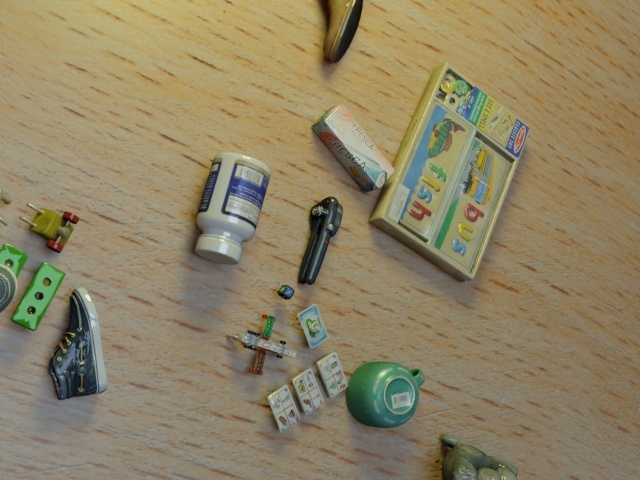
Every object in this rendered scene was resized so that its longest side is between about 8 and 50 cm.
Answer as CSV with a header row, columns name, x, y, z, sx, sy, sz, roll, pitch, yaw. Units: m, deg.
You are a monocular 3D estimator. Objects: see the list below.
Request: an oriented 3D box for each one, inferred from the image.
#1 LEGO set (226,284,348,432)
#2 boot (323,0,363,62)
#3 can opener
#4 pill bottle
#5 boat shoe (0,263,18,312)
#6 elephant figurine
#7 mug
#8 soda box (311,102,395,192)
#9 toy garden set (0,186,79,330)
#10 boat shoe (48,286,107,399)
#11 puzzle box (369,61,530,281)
name,x,y,z,sx,sy,sz,roll,pitch,yaw
LEGO set,-0.063,0.215,1.693,0.182,0.060,0.244,-30,105,-35
boot,0.037,-0.515,1.827,0.115,0.112,0.305,14,79,4
can opener,0.000,0.000,1.738,0.073,0.059,0.186,26,71,-25
pill bottle,-0.166,-0.056,1.622,0.112,0.112,0.187,22,73,-25
boat shoe,-0.613,0.117,1.323,0.319,0.099,0.116,-17,101,-19
elephant figurine,0.295,0.552,1.784,0.169,0.186,0.239,15,104,7
mug,0.136,0.295,1.752,0.129,0.097,0.158,40,66,-19
soda box,0.067,-0.187,1.802,0.183,0.058,0.063,49,63,-14
toy garden set,-0.534,0.005,1.446,0.244,0.049,0.204,31,71,-21
boat shoe,-0.414,0.173,1.477,0.083,0.065,0.183,-10,89,-31
puzzle box,0.291,-0.148,1.927,0.272,0.052,0.409,32,69,-23
